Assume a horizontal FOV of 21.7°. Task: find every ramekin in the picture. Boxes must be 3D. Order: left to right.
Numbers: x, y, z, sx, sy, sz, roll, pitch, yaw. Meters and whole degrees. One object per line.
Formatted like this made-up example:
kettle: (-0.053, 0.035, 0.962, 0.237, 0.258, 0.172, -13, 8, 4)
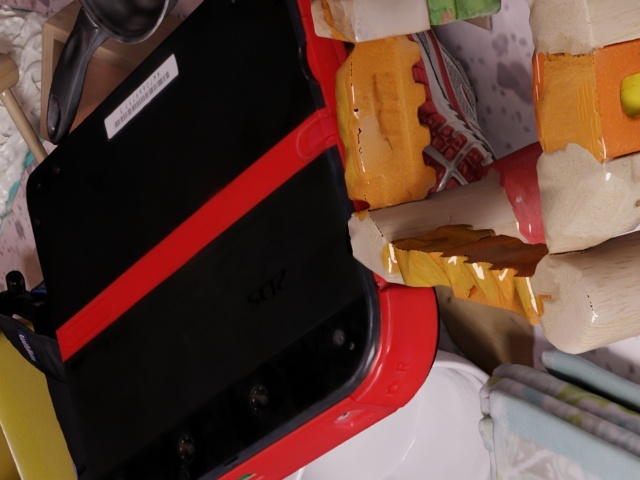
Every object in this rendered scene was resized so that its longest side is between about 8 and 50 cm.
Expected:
ramekin: (0.038, 0.163, 1.303, 0.109, 0.207, 0.207, 37, 138, 51)

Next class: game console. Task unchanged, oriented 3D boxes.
game console: (-0.082, 0.016, 1.243, 0.386, 0.060, 0.342, -37, 60, 42)

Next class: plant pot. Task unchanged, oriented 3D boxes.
plant pot: (-0.295, 0.174, 1.768, 0.212, 0.187, 0.212, -9, 103, 54)

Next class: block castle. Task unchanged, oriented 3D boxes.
block castle: (0.142, -0.181, 0.943, 0.303, 0.213, 0.453, 16, 117, 62)

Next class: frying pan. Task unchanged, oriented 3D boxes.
frying pan: (-0.151, -0.189, 1.268, 0.197, 0.053, 0.326, 37, 135, 45)

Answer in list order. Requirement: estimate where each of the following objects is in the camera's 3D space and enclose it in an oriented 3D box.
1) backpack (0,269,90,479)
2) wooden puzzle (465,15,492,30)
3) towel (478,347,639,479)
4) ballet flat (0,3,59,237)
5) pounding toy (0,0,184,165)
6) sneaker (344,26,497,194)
backpack: (-0.136, 0.132, 1.508, 0.263, 0.213, 0.276, 1, 114, 63)
wooden puzzle: (0.095, -0.188, 1.169, 0.116, 0.014, 0.078, 35, 140, 37)
towel: (0.266, 0.269, 1.160, 0.374, 0.090, 0.320, 25, 132, 44)
ballet flat: (-0.356, -0.042, 1.599, 0.147, 0.147, 0.408, 23, 90, 45)
pounding toy: (-0.205, -0.133, 1.498, 0.206, 0.094, 0.181, 25, 133, 17)
sneaker: (0.089, -0.074, 1.186, 0.088, 0.093, 0.225, -28, 85, 34)
